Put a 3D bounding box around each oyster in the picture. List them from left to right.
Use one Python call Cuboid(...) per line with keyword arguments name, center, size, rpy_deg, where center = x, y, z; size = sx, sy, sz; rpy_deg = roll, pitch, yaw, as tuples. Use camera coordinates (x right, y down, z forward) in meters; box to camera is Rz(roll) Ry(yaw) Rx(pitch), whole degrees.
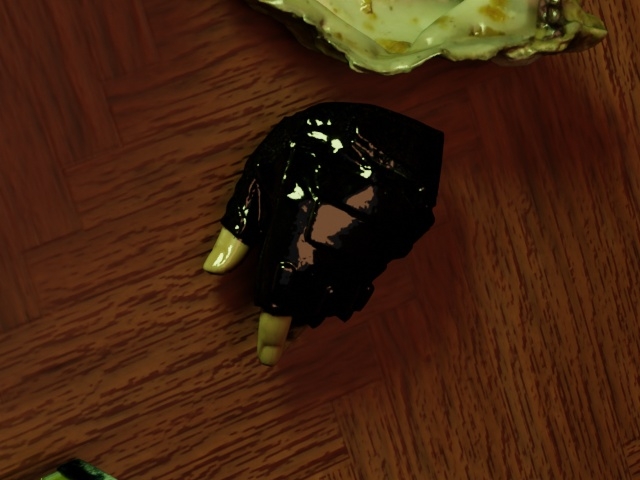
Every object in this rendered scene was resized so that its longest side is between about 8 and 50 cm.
Cuboid(name="oyster", center=(0.056, -0.203, 1.235), size=(0.341, 0.110, 0.166), rpy_deg=(4, 85, -22))

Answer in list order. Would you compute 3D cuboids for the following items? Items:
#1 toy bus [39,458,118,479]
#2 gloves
Cuboid(name="toy bus", center=(-0.168, 0.306, 1.143), size=(0.150, 0.128, 0.262), rpy_deg=(-22, 100, -22))
Cuboid(name="gloves", center=(0.000, 0.000, 1.221), size=(0.164, 0.124, 0.203), rpy_deg=(15, 78, -7))
